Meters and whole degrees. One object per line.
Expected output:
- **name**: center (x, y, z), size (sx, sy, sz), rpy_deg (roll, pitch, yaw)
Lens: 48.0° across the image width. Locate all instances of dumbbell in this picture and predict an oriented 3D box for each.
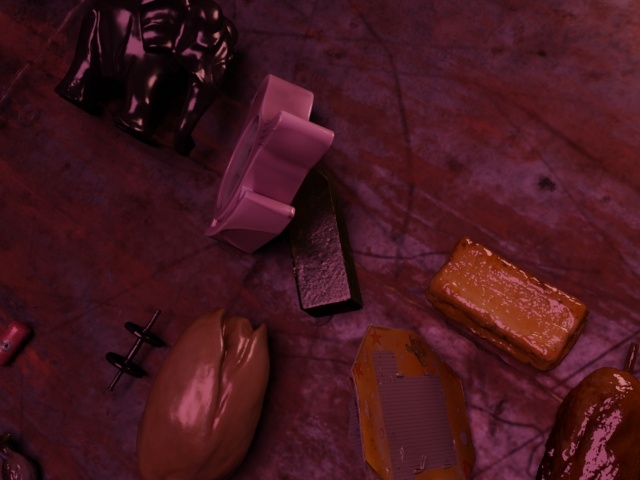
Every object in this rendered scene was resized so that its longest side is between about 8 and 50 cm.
- **dumbbell**: center (-0.293, 0.172, 1.133), size (0.069, 0.069, 0.147), rpy_deg (29, 84, 21)

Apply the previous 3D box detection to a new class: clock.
- **clock**: center (-0.067, -0.133, 1.047), size (0.080, 0.290, 0.275), rpy_deg (22, 73, -18)

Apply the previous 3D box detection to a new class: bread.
- **bread**: center (0.345, 0.289, 0.912), size (0.124, 0.084, 0.344), rpy_deg (18, 80, 19)
- **bread**: center (0.254, 0.088, 0.993), size (0.211, 0.083, 0.114), rpy_deg (34, 81, 21)

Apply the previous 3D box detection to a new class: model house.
- **model house**: center (0.084, 0.236, 0.978), size (0.136, 0.207, 0.219), rpy_deg (-31, 64, 46)

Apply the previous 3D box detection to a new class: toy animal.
- **toy animal**: center (-0.473, 0.377, 1.130), size (0.105, 0.070, 0.202), rpy_deg (-48, 71, 19)

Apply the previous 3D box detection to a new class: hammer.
- **hammer**: center (-0.526, 0.174, 1.213), size (0.043, 0.043, 0.083), rpy_deg (37, 88, 22)

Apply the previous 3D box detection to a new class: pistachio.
- **pistachio**: center (-0.170, 0.241, 1.034), size (0.162, 0.181, 0.293), rpy_deg (19, 82, -18)

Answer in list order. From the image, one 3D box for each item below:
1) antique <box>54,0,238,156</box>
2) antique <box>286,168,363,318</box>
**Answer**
- **antique**: center (-0.295, -0.305, 1.206), size (0.322, 0.185, 0.255), rpy_deg (30, 86, 25)
- **antique**: center (0.000, 0.000, 1.094), size (0.081, 0.080, 0.221), rpy_deg (-13, 70, 11)
